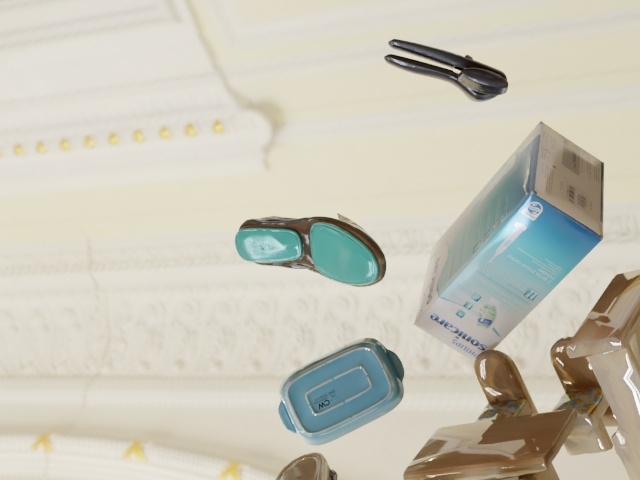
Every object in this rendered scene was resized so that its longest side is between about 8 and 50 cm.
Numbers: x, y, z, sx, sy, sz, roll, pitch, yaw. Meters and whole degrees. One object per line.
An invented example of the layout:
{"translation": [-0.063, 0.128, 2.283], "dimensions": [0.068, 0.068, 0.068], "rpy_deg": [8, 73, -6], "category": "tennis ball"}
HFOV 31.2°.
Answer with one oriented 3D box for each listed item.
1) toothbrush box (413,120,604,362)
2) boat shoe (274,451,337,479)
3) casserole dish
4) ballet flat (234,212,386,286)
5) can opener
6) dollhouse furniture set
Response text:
{"translation": [0.278, 0.005, 1.692], "dimensions": [0.295, 0.126, 0.216], "rpy_deg": [-51, -170, 33], "category": "toothbrush box"}
{"translation": [-0.016, 0.267, 0.972], "dimensions": [0.075, 0.065, 0.206], "rpy_deg": [-22, -157, 21], "category": "boat shoe"}
{"translation": [0.027, 0.209, 1.596], "dimensions": [0.188, 0.037, 0.114], "rpy_deg": [-27, -103, 3], "category": "casserole dish"}
{"translation": [0.000, 0.000, 1.681], "dimensions": [0.280, 0.095, 0.096], "rpy_deg": [12, -156, 37], "category": "ballet flat"}
{"translation": [0.184, -0.252, 1.660], "dimensions": [0.186, 0.073, 0.059], "rpy_deg": [21, -114, 4], "category": "can opener"}
{"translation": [0.270, 0.219, 1.433], "dimensions": [0.394, 0.257, 0.362], "rpy_deg": [-16, -164, 40], "category": "dollhouse furniture set"}
